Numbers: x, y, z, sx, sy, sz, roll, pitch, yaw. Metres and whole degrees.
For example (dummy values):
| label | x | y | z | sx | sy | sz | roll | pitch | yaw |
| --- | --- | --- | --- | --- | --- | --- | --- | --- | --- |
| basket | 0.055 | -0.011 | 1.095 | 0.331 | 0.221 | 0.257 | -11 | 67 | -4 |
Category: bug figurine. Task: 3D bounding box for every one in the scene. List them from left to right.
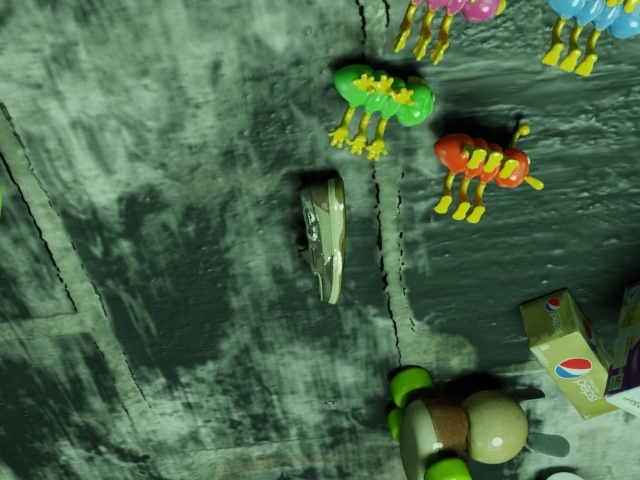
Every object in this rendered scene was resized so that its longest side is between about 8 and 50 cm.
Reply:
| label | x | y | z | sx | sy | sz | roll | pitch | yaw |
| --- | --- | --- | --- | --- | --- | --- | --- | --- | --- |
| bug figurine | 0.133 | -0.138 | 0.825 | 0.216 | 0.072 | 0.279 | 17 | 140 | -13 |

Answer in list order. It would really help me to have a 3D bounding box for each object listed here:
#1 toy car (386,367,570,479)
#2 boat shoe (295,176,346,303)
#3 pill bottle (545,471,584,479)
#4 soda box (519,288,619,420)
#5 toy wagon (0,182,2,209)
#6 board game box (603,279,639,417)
| label | x | y | z | sx | sy | sz | roll | pitch | yaw |
| --- | --- | --- | --- | --- | --- | --- | --- | --- | --- |
| toy car | 0.192 | 0.232 | 1.205 | 0.188 | 0.155 | 0.149 | -11 | 140 | -9 |
| boat shoe | 0.000 | 0.000 | 0.993 | 0.049 | 0.056 | 0.152 | 2 | 129 | 2 |
| pill bottle | 0.336 | 0.398 | 1.430 | 0.094 | 0.094 | 0.169 | -3 | 139 | 0 |
| soda box | 0.290 | 0.133 | 1.150 | 0.058 | 0.061 | 0.181 | -24 | 135 | 21 |
| toy wagon | -0.404 | 0.038 | 0.785 | 0.267 | 0.344 | 0.068 | 8 | 139 | -12 |
| board game box | 0.424 | 0.090 | 0.970 | 0.144 | 0.142 | 0.275 | 27 | 152 | -13 |
